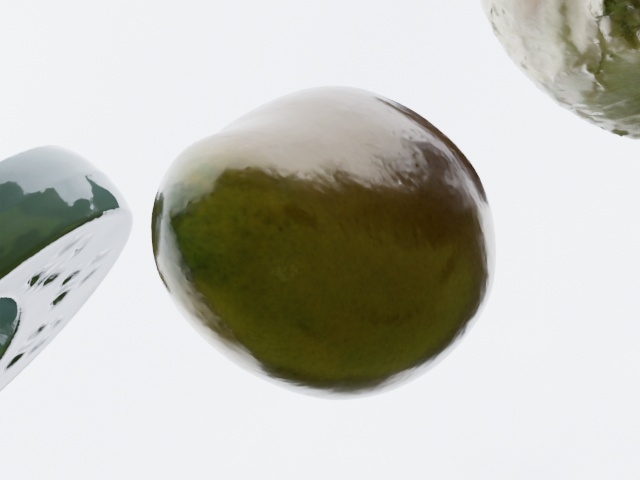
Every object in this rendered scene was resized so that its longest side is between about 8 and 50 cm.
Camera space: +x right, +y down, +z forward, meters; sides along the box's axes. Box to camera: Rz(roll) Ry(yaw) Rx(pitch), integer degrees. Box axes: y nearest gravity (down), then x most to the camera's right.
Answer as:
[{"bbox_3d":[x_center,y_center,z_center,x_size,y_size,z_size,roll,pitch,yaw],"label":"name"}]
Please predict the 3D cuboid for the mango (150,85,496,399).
[{"bbox_3d":[0.004,0.003,0.440,0.089,0.111,0.163,-38,3,29],"label":"mango"}]

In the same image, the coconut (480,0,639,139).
[{"bbox_3d":[0.324,-0.270,1.117,0.404,0.404,0.405,-18,-53,-26],"label":"coconut"}]

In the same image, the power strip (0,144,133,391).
[{"bbox_3d":[-0.150,0.031,0.577,0.137,0.044,0.216,-42,-6,-36],"label":"power strip"}]
